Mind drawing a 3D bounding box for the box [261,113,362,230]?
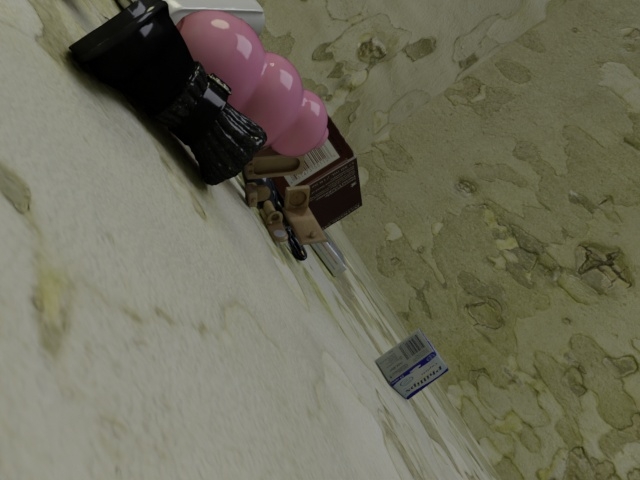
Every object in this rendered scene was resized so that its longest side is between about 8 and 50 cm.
[{"bbox_3d":[-0.016,-0.140,1.663,0.143,0.191,0.381,57,-2,13],"label":"box"}]

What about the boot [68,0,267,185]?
[{"bbox_3d":[-0.191,-0.196,0.961,0.260,0.131,0.348,54,4,-12],"label":"boot"}]

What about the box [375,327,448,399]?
[{"bbox_3d":[0.213,0.286,1.583,0.072,0.126,0.137,56,5,37],"label":"box"}]

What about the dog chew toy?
[{"bbox_3d":[-0.128,-0.262,1.241,0.331,0.207,0.207,29,16,-26],"label":"dog chew toy"}]

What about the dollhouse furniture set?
[{"bbox_3d":[-0.066,-0.083,1.336,0.123,0.144,0.151,-120,-151,-47],"label":"dollhouse furniture set"}]

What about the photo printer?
[{"bbox_3d":[-0.316,-0.555,1.579,0.307,0.107,0.256,-17,57,-44],"label":"photo printer"}]

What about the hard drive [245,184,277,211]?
[{"bbox_3d":[-0.136,-0.110,1.540,0.094,0.022,0.135,52,6,-25],"label":"hard drive"}]

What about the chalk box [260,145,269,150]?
[{"bbox_3d":[-0.167,-0.305,1.659,0.289,0.180,0.179,53,5,-8],"label":"chalk box"}]

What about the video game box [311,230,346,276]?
[{"bbox_3d":[0.000,0.000,1.969,0.187,0.048,0.205,56,4,-8],"label":"video game box"}]

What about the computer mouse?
[{"bbox_3d":[-0.088,-0.065,1.452,0.242,0.041,0.071,58,21,-12],"label":"computer mouse"}]
